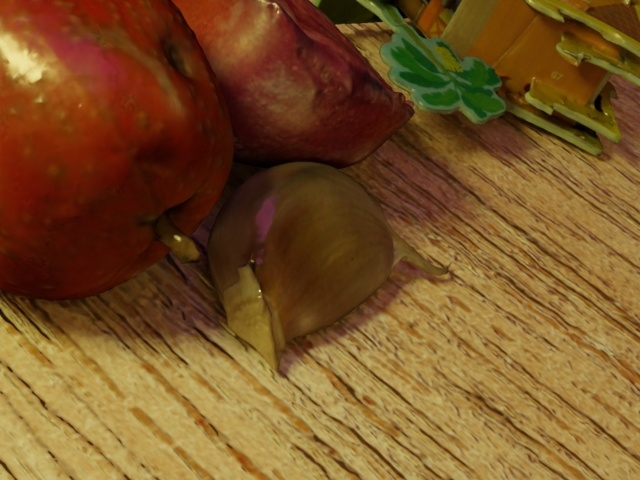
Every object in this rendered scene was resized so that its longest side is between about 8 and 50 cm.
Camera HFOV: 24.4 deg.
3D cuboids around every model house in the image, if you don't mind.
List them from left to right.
[{"bbox_3d":[0.215,-0.249,1.601,0.357,0.242,0.313,-12,51,-43],"label":"model house"}]

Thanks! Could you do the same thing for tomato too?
[{"bbox_3d":[-0.061,-0.159,1.417,0.289,0.176,0.335,32,12,-38],"label":"tomato"}]

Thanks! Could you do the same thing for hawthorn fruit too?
[{"bbox_3d":[-0.202,-0.083,1.199,0.300,0.275,0.275,46,43,16],"label":"hawthorn fruit"}]

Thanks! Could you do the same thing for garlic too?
[{"bbox_3d":[0.003,-0.004,1.334,0.266,0.148,0.128,-22,18,-36],"label":"garlic"}]
